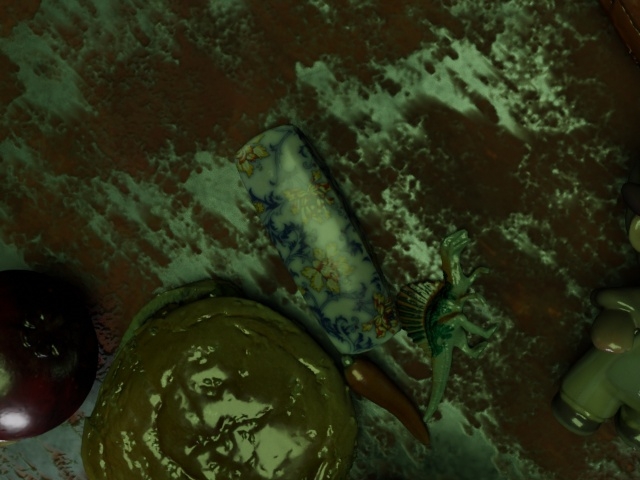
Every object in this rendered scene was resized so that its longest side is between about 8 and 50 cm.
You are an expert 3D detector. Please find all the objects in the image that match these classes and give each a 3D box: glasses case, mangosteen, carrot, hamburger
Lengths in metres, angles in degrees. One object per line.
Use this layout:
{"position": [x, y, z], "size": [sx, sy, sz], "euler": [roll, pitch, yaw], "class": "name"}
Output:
{"position": [0.000, 0.000, 0.850], "size": [0.086, 0.065, 0.248], "euler": [-25, 96, 18], "class": "glasses case"}
{"position": [-0.331, 0.129, 0.890], "size": [0.199, 0.200, 0.200], "euler": [2, 99, 10], "class": "mangosteen"}
{"position": [0.070, 0.165, 0.869], "size": [0.035, 0.035, 0.142], "euler": [-42, 110, 13], "class": "carrot"}
{"position": [-0.107, 0.195, 0.867], "size": [0.284, 0.134, 0.266], "euler": [32, 105, 2], "class": "hamburger"}

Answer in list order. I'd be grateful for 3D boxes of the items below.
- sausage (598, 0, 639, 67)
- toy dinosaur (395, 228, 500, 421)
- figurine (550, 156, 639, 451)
{"position": [0.266, -0.287, 0.743], "size": [0.102, 0.102, 0.330], "euler": [-28, 94, 13], "class": "sausage"}
{"position": [0.121, 0.086, 0.859], "size": [0.106, 0.044, 0.187], "euler": [39, 116, 16], "class": "toy dinosaur"}
{"position": [0.352, 0.028, 0.736], "size": [0.248, 0.203, 0.381], "euler": [30, 114, 12], "class": "figurine"}
